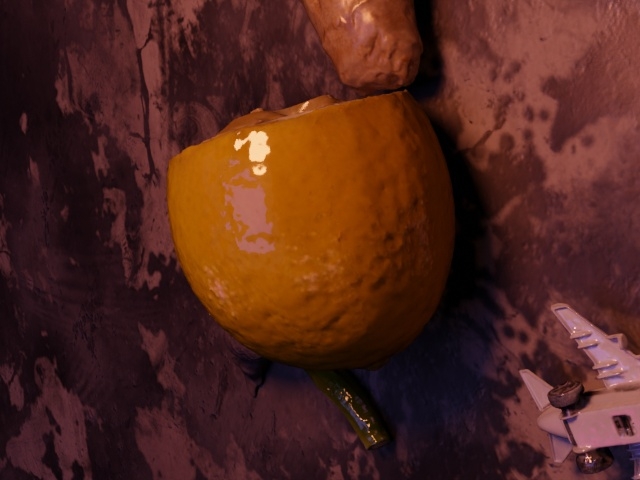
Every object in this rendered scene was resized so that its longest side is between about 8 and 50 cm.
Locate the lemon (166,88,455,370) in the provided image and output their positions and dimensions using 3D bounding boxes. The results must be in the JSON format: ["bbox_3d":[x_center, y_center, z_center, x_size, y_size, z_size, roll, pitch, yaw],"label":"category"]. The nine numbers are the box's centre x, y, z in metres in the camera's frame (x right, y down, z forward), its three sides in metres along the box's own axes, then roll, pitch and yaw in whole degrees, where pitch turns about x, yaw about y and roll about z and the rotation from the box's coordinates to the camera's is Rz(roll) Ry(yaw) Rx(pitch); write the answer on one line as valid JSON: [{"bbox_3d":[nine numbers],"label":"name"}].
[{"bbox_3d":[0.000,0.000,1.188,0.364,0.364,0.364,13,108,47],"label":"lemon"}]

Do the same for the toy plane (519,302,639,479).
[{"bbox_3d":[0.323,0.181,1.036,0.255,0.101,0.251,-18,96,49],"label":"toy plane"}]

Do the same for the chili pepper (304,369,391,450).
[{"bbox_3d":[0.032,0.220,1.425,0.052,0.050,0.201,-45,56,3],"label":"chili pepper"}]

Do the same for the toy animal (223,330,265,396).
[{"bbox_3d":[-0.103,0.120,1.466,0.205,0.081,0.367,60,158,5],"label":"toy animal"}]

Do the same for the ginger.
[{"bbox_3d":[0.021,-0.338,1.252,0.354,0.126,0.190,53,138,25],"label":"ginger"}]
